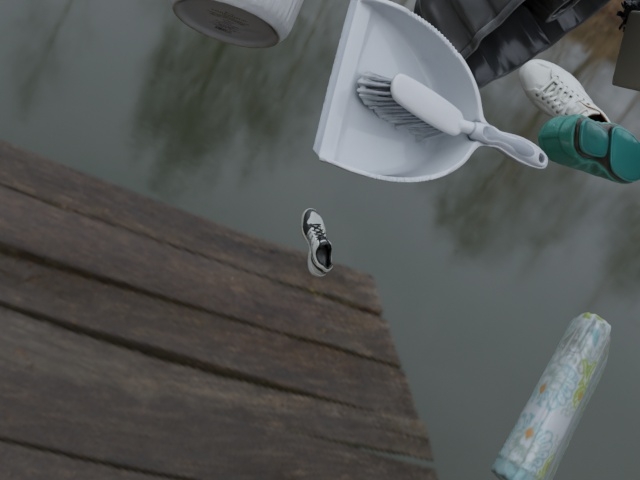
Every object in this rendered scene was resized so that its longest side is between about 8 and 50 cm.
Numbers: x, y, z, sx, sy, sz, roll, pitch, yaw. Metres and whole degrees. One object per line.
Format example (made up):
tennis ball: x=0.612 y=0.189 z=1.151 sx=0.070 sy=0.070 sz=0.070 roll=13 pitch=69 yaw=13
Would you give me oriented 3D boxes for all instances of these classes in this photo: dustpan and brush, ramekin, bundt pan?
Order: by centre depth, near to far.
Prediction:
dustpan and brush: x=0.106 y=-0.100 z=0.734 sx=0.211 sy=0.147 sz=0.060 roll=22 pitch=-14 yaw=-36
bundt pan: x=0.243 y=-0.311 z=0.996 sx=0.124 sy=0.331 sz=0.331 roll=57 pitch=32 yaw=8
ramekin: x=-0.122 y=-0.364 z=1.281 sx=0.207 sy=0.109 sz=0.207 roll=14 pitch=-8 yaw=2

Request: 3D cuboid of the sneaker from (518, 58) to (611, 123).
sneaker: x=0.554 y=-0.301 z=1.935 sx=0.290 sy=0.106 sz=0.123 roll=47 pitch=7 yaw=11

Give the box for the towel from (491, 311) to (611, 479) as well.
towel: x=0.431 y=0.315 z=1.624 sx=0.090 sy=0.321 sz=0.374 roll=24 pitch=-10 yaw=22

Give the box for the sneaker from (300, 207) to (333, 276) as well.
sneaker: x=0.000 y=0.000 z=1.041 sx=0.031 sy=0.037 sz=0.083 roll=-8 pitch=81 yaw=-27

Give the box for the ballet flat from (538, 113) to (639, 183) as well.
ballet flat: x=0.393 y=-0.136 z=1.286 sx=0.087 sy=0.083 sz=0.247 roll=7 pitch=-2 yaw=42

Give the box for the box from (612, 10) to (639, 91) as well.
box: x=0.436 y=-0.190 z=0.943 sx=0.113 sy=0.094 sz=0.275 roll=5 pitch=15 yaw=-14

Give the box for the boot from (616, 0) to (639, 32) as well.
boot: x=0.435 y=-0.264 z=1.096 sx=0.121 sy=0.099 sz=0.045 roll=-1 pitch=42 yaw=21
